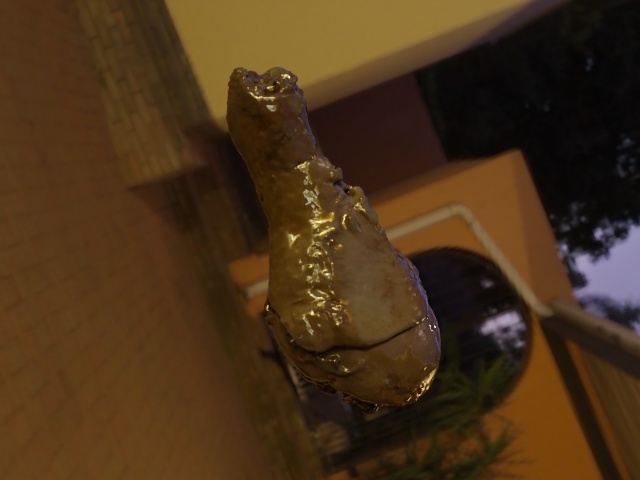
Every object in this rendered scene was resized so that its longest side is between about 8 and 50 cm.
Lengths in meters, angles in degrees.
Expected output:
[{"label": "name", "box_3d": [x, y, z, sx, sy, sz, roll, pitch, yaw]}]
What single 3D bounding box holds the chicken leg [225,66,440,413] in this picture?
[{"label": "chicken leg", "box_3d": [0.000, 0.001, 0.561, 0.069, 0.085, 0.198, -119, -174, -82]}]
